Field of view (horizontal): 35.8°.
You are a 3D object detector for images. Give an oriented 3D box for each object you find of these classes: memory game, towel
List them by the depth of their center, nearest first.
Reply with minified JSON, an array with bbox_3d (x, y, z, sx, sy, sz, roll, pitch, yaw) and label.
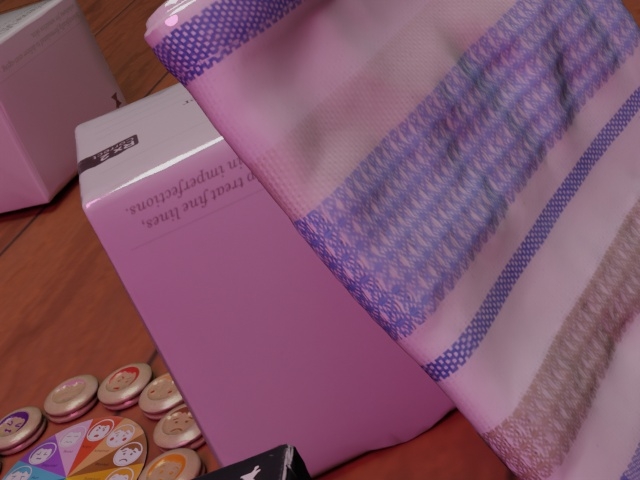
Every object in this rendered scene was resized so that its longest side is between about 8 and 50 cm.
[{"bbox_3d":[0.089,-0.025,0.379,0.034,0.285,0.209,-30,14,51],"label":"towel"},{"bbox_3d":[-0.143,0.130,0.551,0.186,0.012,0.186,-18,28,10],"label":"memory game"}]

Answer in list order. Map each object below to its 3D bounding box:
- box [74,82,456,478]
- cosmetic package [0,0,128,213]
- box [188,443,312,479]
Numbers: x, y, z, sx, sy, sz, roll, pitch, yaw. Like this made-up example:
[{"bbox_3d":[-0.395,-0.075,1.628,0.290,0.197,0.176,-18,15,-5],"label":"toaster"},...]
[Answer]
[{"bbox_3d":[0.000,0.000,0.490,0.180,0.182,0.119,-25,27,-4],"label":"box"},{"bbox_3d":[-0.409,-0.112,1.024,0.365,0.155,0.197,-12,27,22],"label":"cosmetic package"},{"bbox_3d":[-0.111,0.187,0.282,0.261,0.103,0.184,-23,21,14],"label":"box"}]
